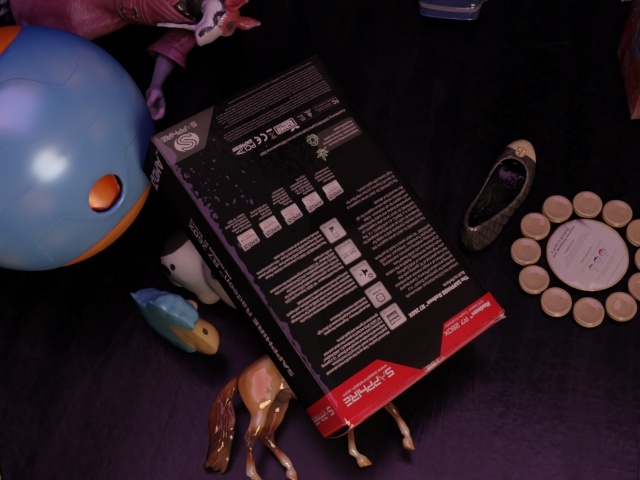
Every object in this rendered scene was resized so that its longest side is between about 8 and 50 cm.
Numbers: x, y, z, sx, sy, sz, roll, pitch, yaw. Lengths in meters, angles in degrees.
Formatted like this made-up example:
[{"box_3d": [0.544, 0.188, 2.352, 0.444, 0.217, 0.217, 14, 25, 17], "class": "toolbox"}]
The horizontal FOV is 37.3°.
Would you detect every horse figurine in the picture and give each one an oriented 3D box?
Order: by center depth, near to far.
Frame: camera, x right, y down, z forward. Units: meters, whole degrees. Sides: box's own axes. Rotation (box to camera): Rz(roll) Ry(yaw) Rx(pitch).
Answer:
[{"box_3d": [-0.015, 0.178, 1.067, 0.263, 0.066, 0.174, -13, 69, -7], "class": "horse figurine"}]

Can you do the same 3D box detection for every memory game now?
[{"box_3d": [0.326, 0.021, 1.158, 0.186, 0.012, 0.186, -2, 62, 3], "class": "memory game"}]

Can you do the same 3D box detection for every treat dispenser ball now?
[{"box_3d": [-0.338, -0.107, 1.116, 0.288, 0.288, 0.288, -2, 62, 3], "class": "treat dispenser ball"}]

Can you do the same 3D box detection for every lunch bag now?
[{"box_3d": [0.188, -0.349, 1.338, 0.098, 0.065, 0.067, 9, 47, 10], "class": "lunch bag"}]

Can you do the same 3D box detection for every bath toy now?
[{"box_3d": [-0.090, -0.034, 1.151, 0.151, 0.129, 0.348, 23, 65, 16], "class": "bath toy"}]

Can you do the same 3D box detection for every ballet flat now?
[{"box_3d": [0.227, -0.060, 1.187, 0.057, 0.049, 0.173, 25, 66, 15], "class": "ballet flat"}]

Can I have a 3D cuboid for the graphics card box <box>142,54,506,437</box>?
[{"box_3d": [0.000, 0.000, 1.045, 0.233, 0.094, 0.371, -32, 82, -24], "class": "graphics card box"}]

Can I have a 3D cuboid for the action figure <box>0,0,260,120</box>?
[{"box_3d": [-0.250, -0.343, 1.325, 0.370, 0.248, 0.275, 14, 37, 12], "class": "action figure"}]

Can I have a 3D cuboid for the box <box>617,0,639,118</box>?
[{"box_3d": [0.462, -0.272, 1.167, 0.128, 0.257, 0.122, -2, 60, 3], "class": "box"}]
